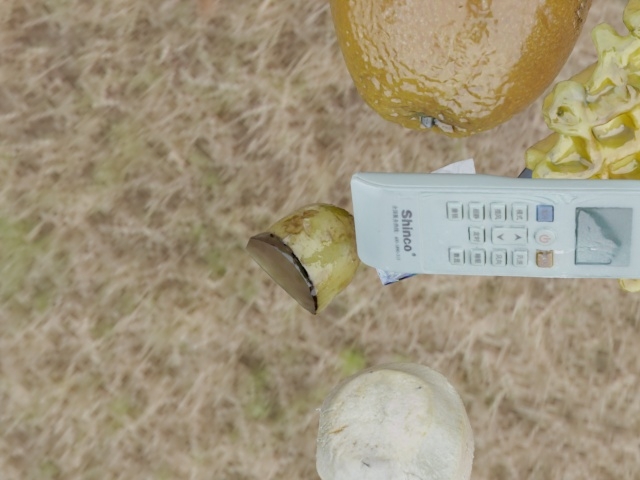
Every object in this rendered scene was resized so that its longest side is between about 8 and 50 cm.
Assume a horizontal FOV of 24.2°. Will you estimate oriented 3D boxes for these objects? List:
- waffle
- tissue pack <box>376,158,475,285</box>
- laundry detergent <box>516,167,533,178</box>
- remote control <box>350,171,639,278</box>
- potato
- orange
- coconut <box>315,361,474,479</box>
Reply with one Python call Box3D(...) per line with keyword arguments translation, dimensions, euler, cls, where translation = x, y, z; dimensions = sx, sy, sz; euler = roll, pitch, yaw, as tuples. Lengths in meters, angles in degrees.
Box3D(translation=(0.260, -0.070, 1.036), dimensions=(0.249, 0.056, 0.253), euler=(-3, 128, -18), cls="waffle")
Box3D(translation=(0.101, -0.019, 1.330), dimensions=(0.111, 0.085, 0.079), euler=(-22, 95, 22), cls="tissue pack")
Box3D(translation=(0.216, -0.037, 1.350), dimensions=(0.097, 0.061, 0.206), euler=(22, 148, -16), cls="laundry detergent")
Box3D(translation=(0.098, -0.011, 0.797), dimensions=(0.162, 0.029, 0.061), euler=(2, 132, 9), cls="remote control")
Box3D(translation=(0.000, 0.000, 1.393), dimensions=(0.096, 0.103, 0.066), euler=(44, 154, 1), cls="potato")
Box3D(translation=(0.164, -0.306, 1.791), dimensions=(0.322, 0.322, 0.357), euler=(14, 89, 10), cls="orange")
Box3D(translation=(0.074, 0.208, 1.460), dimensions=(0.161, 0.161, 0.162), euler=(-3, 147, 18), cls="coconut")
